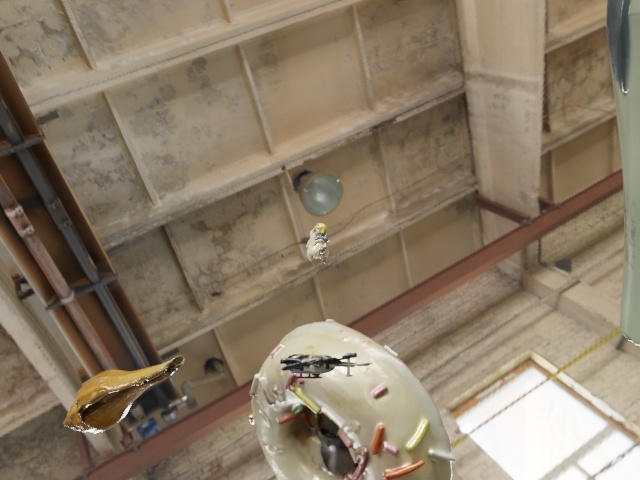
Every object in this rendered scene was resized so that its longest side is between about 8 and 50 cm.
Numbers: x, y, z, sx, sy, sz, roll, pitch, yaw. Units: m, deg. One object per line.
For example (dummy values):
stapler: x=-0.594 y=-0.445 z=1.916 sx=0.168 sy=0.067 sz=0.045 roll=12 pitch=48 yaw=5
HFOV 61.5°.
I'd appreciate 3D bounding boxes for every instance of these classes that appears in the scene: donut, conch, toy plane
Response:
donut: x=0.031 y=0.322 z=0.881 sx=0.142 sy=0.382 sz=0.383 roll=-25 pitch=-53 yaw=-44
conch: x=-0.380 y=0.278 z=1.007 sx=0.330 sy=0.093 sz=0.109 roll=-36 pitch=-54 yaw=18
toy plane: x=0.004 y=0.155 z=0.674 sx=0.120 sy=0.049 sz=0.031 roll=4 pitch=-110 yaw=-17

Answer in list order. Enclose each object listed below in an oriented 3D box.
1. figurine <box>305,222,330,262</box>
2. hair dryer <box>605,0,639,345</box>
figurine: x=0.000 y=0.000 z=1.054 sx=0.047 sy=0.083 sz=0.051 roll=8 pitch=-37 yaw=-17
hair dryer: x=0.219 y=-0.040 z=0.252 sx=0.118 sy=0.298 sz=0.296 roll=-2 pitch=-54 yaw=2
